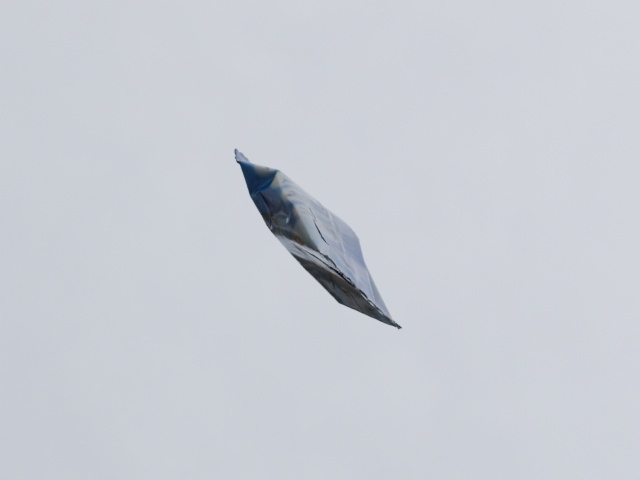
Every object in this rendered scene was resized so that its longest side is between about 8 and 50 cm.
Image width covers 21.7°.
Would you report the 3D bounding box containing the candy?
[{"bbox_3d":[0.000,0.000,0.992,0.088,0.038,0.136,49,-1,-42],"label":"candy"}]
